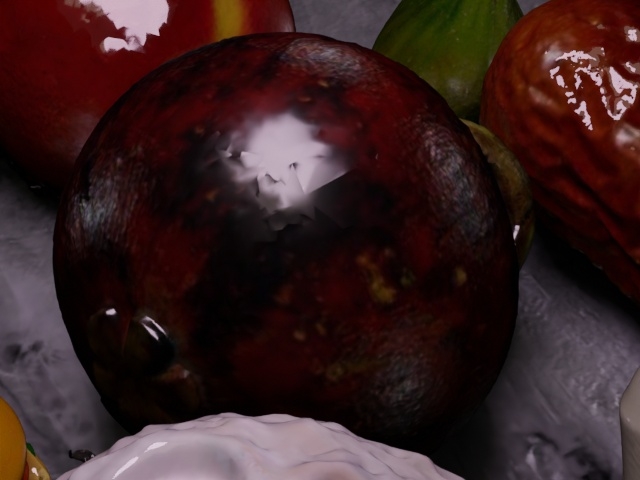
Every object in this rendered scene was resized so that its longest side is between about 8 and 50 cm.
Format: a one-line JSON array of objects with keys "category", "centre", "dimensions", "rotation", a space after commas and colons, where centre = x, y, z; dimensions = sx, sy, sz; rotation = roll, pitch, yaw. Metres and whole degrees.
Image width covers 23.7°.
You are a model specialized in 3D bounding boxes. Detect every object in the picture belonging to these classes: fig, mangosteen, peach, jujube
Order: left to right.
[{"category": "peach", "centre": [-0.174, -0.199, 1.166], "dimensions": [0.257, 0.201, 0.362], "rotation": [-28, 62, -15]}, {"category": "mangosteen", "centre": [-0.011, 0.013, 0.936], "dimensions": [0.311, 0.311, 0.311], "rotation": [-4, 48, 4]}, {"category": "fig", "centre": [0.099, -0.152, 1.148], "dimensions": [0.123, 0.156, 0.123], "rotation": [0, 49, -1]}, {"category": "jujube", "centre": [0.221, -0.052, 1.032], "dimensions": [0.190, 0.190, 0.255], "rotation": [-21, 65, -11]}]

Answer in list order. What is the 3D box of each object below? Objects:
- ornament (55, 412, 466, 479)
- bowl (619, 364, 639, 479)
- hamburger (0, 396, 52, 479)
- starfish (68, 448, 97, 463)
[{"category": "ornament", "centre": [-0.022, 0.253, 0.680], "dimensions": [0.337, 0.337, 0.337], "rotation": [-4, 48, 4]}, {"category": "bowl", "centre": [0.268, 0.089, 0.846], "dimensions": [0.237, 0.126, 0.238], "rotation": [-19, 11, 4]}, {"category": "hamburger", "centre": [-0.243, 0.158, 0.935], "dimensions": [0.162, 0.115, 0.162], "rotation": [-3, 46, 3]}, {"category": "starfish", "centre": [-0.119, 0.182, 0.946], "dimensions": [0.130, 0.041, 0.133], "rotation": [-27, 48, -30]}]
